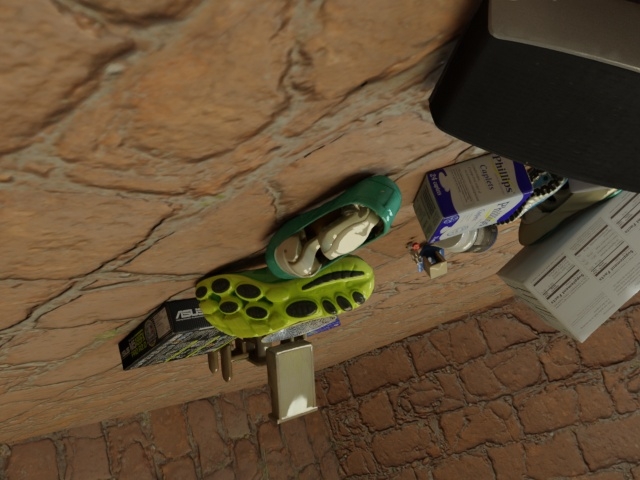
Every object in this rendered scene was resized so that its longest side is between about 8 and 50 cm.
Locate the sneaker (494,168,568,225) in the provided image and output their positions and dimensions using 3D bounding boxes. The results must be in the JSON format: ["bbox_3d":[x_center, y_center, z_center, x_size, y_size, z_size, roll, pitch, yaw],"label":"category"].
[{"bbox_3d":[0.348,-0.074,0.966,0.073,0.063,0.162,-6,160,-46],"label":"sneaker"}]

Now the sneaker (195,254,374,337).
[{"bbox_3d":[-0.056,0.083,0.927,0.296,0.109,0.123,-8,-171,11],"label":"sneaker"}]

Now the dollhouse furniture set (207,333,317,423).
[{"bbox_3d":[-0.122,0.303,1.355,0.212,0.161,0.242,-8,-171,-34],"label":"dollhouse furniture set"}]

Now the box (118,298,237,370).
[{"bbox_3d":[-0.252,0.179,1.139,0.216,0.060,0.270,-6,160,-40],"label":"box"}]

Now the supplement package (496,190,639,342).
[{"bbox_3d":[0.485,0.029,1.041,0.262,0.145,0.204,-44,178,4],"label":"supplement package"}]

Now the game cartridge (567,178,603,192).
[{"bbox_3d":[0.449,-0.104,0.773,0.196,0.060,0.294,-4,-179,10],"label":"game cartridge"}]

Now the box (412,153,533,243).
[{"bbox_3d":[0.218,-0.062,0.840,0.137,0.072,0.126,-18,165,-5],"label":"box"}]

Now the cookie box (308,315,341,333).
[{"bbox_3d":[-0.001,0.239,1.647,0.107,0.040,0.092,-19,164,2],"label":"cookie box"}]

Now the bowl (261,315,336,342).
[{"bbox_3d":[-0.057,0.157,1.243,0.170,0.080,0.170,-16,164,-5],"label":"bowl"}]

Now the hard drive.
[{"bbox_3d":[0.232,-0.115,0.484,0.255,0.054,0.172,16,156,-2],"label":"hard drive"}]

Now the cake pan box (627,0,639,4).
[{"bbox_3d":[0.383,-0.155,0.496,0.246,0.070,0.267,28,142,-20],"label":"cake pan box"}]

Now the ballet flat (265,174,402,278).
[{"bbox_3d":[0.000,0.000,0.762,0.247,0.083,0.087,-34,-162,33],"label":"ballet flat"}]

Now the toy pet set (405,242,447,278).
[{"bbox_3d":[0.234,0.013,1.172,0.122,0.065,0.114,-19,129,-8],"label":"toy pet set"}]

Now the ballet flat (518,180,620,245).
[{"bbox_3d":[0.421,-0.074,1.023,0.086,0.086,0.248,-8,157,-33],"label":"ballet flat"}]

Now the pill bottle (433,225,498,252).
[{"bbox_3d":[0.253,-0.017,1.017,0.078,0.078,0.137,-30,160,35],"label":"pill bottle"}]

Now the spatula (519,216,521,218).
[{"bbox_3d":[0.484,-0.076,1.160,0.296,0.030,0.084,-6,151,-38],"label":"spatula"}]
